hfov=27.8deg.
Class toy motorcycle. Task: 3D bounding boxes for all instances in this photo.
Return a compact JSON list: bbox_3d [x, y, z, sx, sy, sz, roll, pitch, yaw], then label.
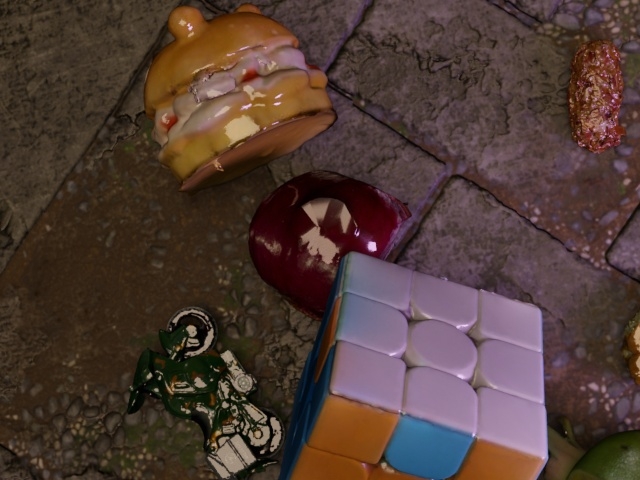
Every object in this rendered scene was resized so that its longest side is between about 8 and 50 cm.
[{"bbox_3d":[-0.181,0.249,1.939,0.187,0.125,0.274,-36,82,-3],"label":"toy motorcycle"}]

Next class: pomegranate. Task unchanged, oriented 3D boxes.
[{"bbox_3d":[0.427,0.361,1.771,0.260,0.260,0.341,-51,55,4],"label":"pomegranate"}]

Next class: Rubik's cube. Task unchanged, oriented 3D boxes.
[{"bbox_3d":[0.116,0.238,1.722,0.291,0.290,0.291,17,127,-4],"label":"Rubik's cube"}]

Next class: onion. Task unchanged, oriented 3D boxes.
[{"bbox_3d":[-0.005,-0.003,1.874,0.207,0.206,0.216,28,91,10],"label":"onion"}]

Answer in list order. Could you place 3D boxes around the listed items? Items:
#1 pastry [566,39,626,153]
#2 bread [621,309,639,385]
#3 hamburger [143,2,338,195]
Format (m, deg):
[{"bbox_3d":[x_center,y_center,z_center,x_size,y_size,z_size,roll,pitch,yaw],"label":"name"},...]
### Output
[{"bbox_3d":[0.402,-0.213,1.886,0.087,0.063,0.169,-3,86,7],"label":"pastry"},{"bbox_3d":[0.502,0.143,1.850,0.140,0.069,0.128,-10,85,8],"label":"bread"},{"bbox_3d":[-0.137,-0.220,1.884,0.276,0.276,0.237,-27,85,8],"label":"hamburger"}]
